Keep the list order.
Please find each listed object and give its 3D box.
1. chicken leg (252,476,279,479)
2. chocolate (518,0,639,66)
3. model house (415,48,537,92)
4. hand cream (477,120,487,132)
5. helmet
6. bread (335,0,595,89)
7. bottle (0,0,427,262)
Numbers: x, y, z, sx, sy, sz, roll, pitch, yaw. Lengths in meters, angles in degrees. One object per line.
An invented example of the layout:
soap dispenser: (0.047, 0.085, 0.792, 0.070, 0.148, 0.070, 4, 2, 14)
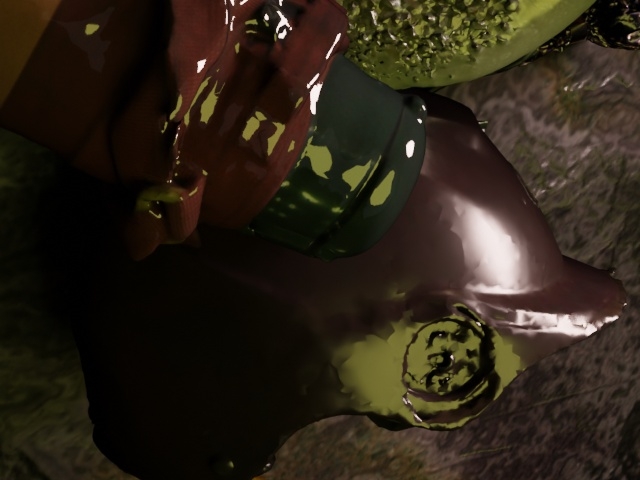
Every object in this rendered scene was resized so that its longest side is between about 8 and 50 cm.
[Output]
chicken leg: (-0.033, 0.196, 1.219, 0.093, 0.070, 0.178, -42, 132, 1)
chocolate: (0.153, -0.145, 1.136, 0.147, 0.070, 0.072, -5, 134, -27)
model house: (0.056, -0.149, 0.982, 0.088, 0.167, 0.117, 24, 74, -22)
hand cream: (0.084, -0.022, 1.185, 0.036, 0.023, 0.122, -10, 122, -33)
helmet: (0.000, 0.000, 0.971, 0.305, 0.225, 0.177, -22, 104, -7)
bread: (0.044, -0.206, 0.877, 0.267, 0.040, 0.267, 0, 97, -4)
bottle: (-0.081, -0.079, 0.807, 0.271, 0.143, 0.156, 29, 92, -10)
